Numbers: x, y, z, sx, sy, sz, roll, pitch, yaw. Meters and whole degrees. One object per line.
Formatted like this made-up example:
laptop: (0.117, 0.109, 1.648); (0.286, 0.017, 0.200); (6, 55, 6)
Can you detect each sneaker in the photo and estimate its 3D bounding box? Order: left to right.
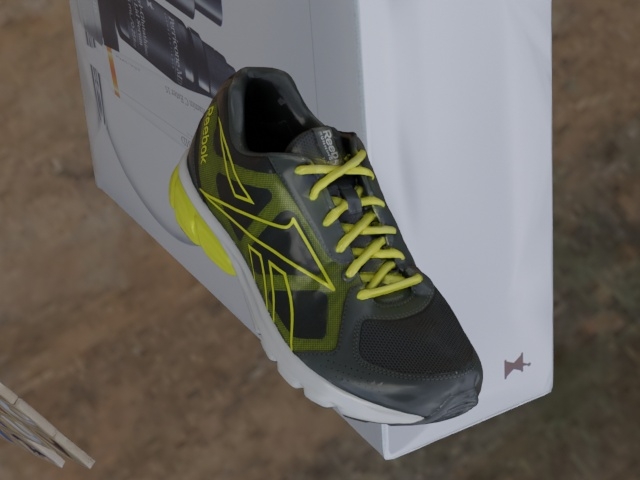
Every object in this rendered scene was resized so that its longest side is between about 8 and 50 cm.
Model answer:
sneaker: (0.000, 0.000, 0.360); (0.031, 0.083, 0.035); (-19, 139, -36)

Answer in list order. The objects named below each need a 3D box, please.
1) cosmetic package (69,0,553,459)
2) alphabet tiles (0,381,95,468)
cosmetic package: (-0.020, -0.139, 0.827); (0.097, 0.284, 0.377); (-21, 125, -25)
alphabet tiles: (-0.253, 0.090, 1.322); (0.009, 0.237, 0.198); (-56, 129, -16)
